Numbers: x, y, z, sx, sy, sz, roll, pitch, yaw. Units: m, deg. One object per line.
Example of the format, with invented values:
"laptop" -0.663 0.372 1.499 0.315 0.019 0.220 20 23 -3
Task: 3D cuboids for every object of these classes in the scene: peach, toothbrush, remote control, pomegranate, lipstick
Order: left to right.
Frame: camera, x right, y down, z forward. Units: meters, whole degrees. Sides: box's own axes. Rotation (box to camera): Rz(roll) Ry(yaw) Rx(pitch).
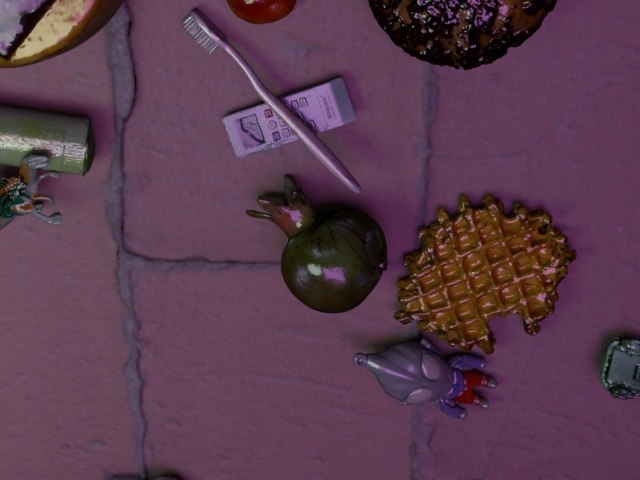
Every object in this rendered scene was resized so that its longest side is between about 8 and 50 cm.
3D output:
"lipstick" -0.430 -0.136 1.498 0.304 0.076 0.076 9 115 -9
"peach" -0.071 -0.302 1.457 0.098 0.061 0.098 1 119 1
"toothbrush" -0.058 -0.167 1.516 0.029 0.025 0.307 -40 102 21
"remote control" -0.040 -0.157 1.549 0.162 0.029 0.061 -17 108 7
"pomegranate" 0.000 0.000 1.573 0.131 0.152 0.191 -38 92 19

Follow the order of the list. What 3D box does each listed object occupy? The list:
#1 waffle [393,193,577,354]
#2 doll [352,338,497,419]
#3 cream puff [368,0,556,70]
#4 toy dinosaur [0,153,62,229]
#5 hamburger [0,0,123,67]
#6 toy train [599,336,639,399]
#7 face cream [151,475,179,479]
"waffle" 0.226 0.050 1.663 0.229 0.051 0.231 20 112 -11
"doll" 0.144 0.190 1.711 0.228 0.075 0.102 19 96 -26
"cream puff" 0.169 -0.313 1.417 0.239 0.165 0.239 -2 119 -4
"toy dinosaur" -0.390 -0.052 1.523 0.187 0.044 0.106 -14 148 28
"hamburger" -0.352 -0.337 1.350 0.300 0.176 0.300 -3 115 -6
"toy train" 0.471 0.192 1.738 0.149 0.081 0.099 12 82 0
"face cream" -0.319 0.479 1.800 0.337 0.080 0.163 -31 115 10
